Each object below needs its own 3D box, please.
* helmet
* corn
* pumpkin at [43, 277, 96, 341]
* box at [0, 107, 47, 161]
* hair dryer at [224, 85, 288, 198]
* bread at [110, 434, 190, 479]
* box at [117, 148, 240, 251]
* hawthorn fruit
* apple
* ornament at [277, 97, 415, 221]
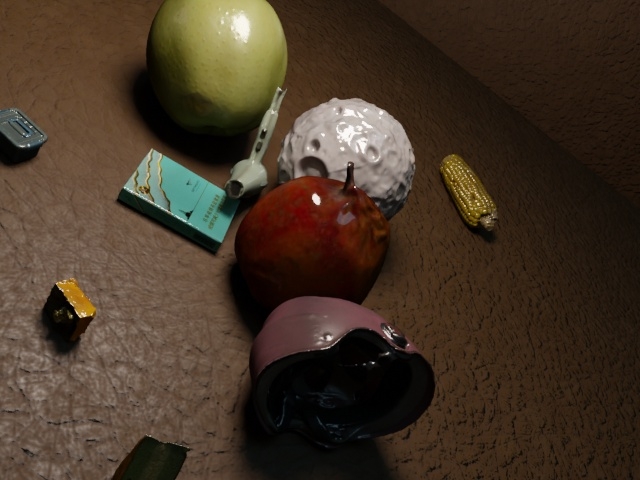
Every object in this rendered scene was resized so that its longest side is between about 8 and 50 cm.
[{"bbox_3d":[0.024,0.220,1.068,0.338,0.271,0.197,13,30,-28],"label":"helmet"},{"bbox_3d":[0.496,-0.162,1.985,0.119,0.119,0.322,10,47,-34],"label":"corn"},{"bbox_3d":[-0.406,0.114,0.947,0.083,0.074,0.054,48,33,14],"label":"pumpkin"},{"bbox_3d":[-0.585,-0.199,1.130,0.099,0.054,0.074,43,38,4],"label":"box"},{"bbox_3d":[-0.151,-0.196,1.321,0.092,0.267,0.229,21,34,-1],"label":"hair dryer"},{"bbox_3d":[-0.241,0.337,0.804,0.074,0.139,0.084,28,38,-18],"label":"bread"},{"bbox_3d":[-0.298,-0.089,1.276,0.229,0.041,0.162,30,37,-14],"label":"box"},{"bbox_3d":[-0.008,0.016,1.204,0.308,0.324,0.308,51,24,-34],"label":"hawthorn fruit"},{"bbox_3d":[-0.250,-0.422,1.416,0.357,0.357,0.358,23,40,-21],"label":"apple"},{"bbox_3d":[0.055,-0.171,1.425,0.336,0.337,0.337,23,40,-21],"label":"ornament"}]
